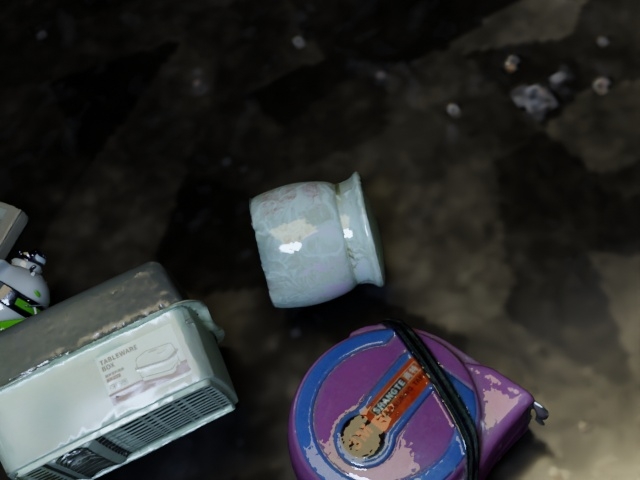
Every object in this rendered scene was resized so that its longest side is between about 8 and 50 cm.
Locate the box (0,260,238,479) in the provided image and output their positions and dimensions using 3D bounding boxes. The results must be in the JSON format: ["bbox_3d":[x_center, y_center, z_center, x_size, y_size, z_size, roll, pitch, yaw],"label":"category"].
[{"bbox_3d":[-0.247,0.160,1.555,0.291,0.220,0.166,-25,71,-2],"label":"box"}]

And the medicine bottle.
[{"bbox_3d":[0.000,0.000,1.621,0.143,0.147,0.147,-12,60,3],"label":"medicine bottle"}]

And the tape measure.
[{"bbox_3d":[0.089,0.216,1.486,0.245,0.149,0.231,35,72,20],"label":"tape measure"}]

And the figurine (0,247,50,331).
[{"bbox_3d":[-0.389,0.097,1.677,0.126,0.147,0.192,21,81,8],"label":"figurine"}]

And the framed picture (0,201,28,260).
[{"bbox_3d":[-0.623,0.104,1.787,0.326,0.028,0.446,17,67,22],"label":"framed picture"}]
